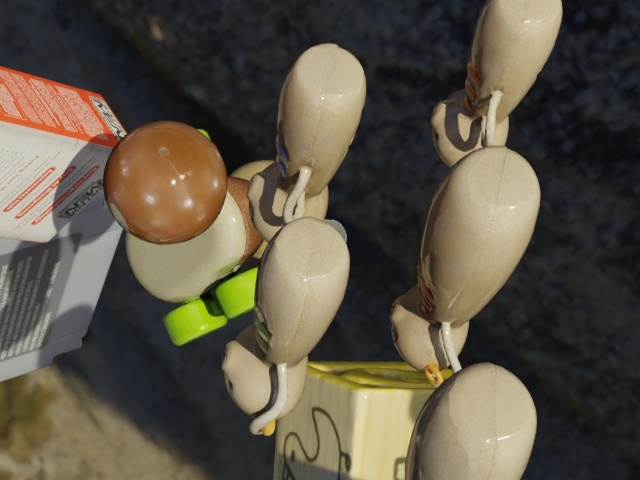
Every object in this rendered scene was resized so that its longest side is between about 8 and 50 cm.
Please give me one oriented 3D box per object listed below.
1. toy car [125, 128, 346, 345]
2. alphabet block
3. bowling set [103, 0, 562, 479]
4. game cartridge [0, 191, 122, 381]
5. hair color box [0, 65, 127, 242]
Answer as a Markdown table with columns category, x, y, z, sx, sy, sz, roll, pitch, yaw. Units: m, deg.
| category | x | y | z | sx | sy | sz | roll | pitch | yaw |
| --- | --- | --- | --- | --- | --- | --- | --- | --- | --- |
| toy car | -0.063 | -0.019 | 1.511 | 0.149 | 0.188 | 0.155 | -29 | 84 | 46 |
| alphabet block | 0.073 | 0.239 | 1.853 | 0.192 | 0.193 | 0.197 | 10 | 97 | 60 |
| bowling set | 0.000 | 0.000 | 0.802 | 0.200 | 0.287 | 0.154 | 14 | 146 | -3 |
| game cartridge | -0.255 | 0.036 | 1.286 | 0.062 | 0.198 | 0.297 | 67 | 155 | 21 |
| hair color box | -0.151 | -0.040 | 0.802 | 0.072 | 0.141 | 0.043 | -41 | 71 | 15 |
